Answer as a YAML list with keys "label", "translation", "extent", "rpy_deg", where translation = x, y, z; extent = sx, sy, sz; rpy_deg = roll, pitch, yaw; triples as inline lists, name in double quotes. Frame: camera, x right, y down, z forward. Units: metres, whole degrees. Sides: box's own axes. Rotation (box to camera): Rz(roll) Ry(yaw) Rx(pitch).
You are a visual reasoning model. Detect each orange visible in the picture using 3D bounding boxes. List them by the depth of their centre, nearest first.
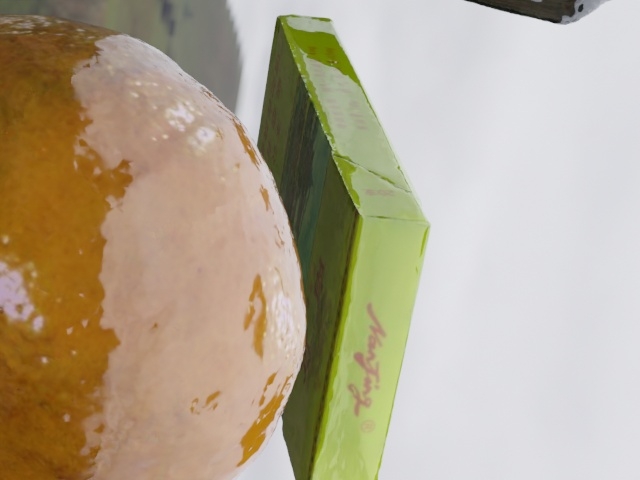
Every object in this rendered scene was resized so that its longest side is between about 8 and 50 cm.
- label: "orange"
  translation: [-0.116, 0.013, 0.700]
  extent: [0.171, 0.240, 0.240]
  rpy_deg: [-43, 159, -43]

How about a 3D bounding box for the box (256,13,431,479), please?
- label: "box"
  translation: [0.000, 0.000, 1.066]
  extent: [0.335, 0.047, 0.187]
  rpy_deg: [-110, -152, -63]

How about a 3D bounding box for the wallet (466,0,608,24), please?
- label: "wallet"
  translation: [0.151, -0.245, 1.254]
  extent: [0.323, 0.247, 0.041]
  rpy_deg: [-37, 139, -44]
